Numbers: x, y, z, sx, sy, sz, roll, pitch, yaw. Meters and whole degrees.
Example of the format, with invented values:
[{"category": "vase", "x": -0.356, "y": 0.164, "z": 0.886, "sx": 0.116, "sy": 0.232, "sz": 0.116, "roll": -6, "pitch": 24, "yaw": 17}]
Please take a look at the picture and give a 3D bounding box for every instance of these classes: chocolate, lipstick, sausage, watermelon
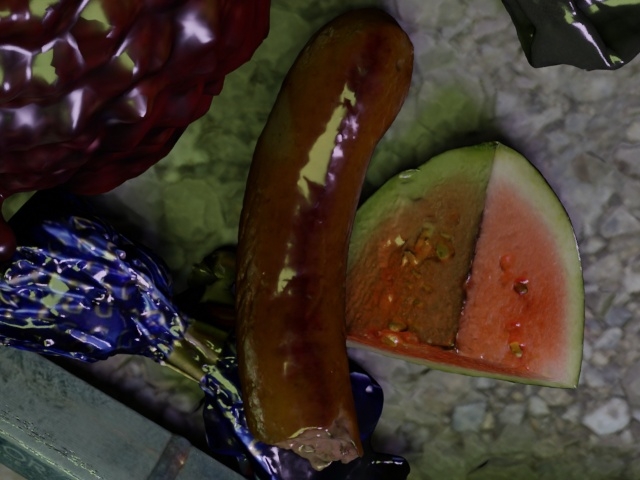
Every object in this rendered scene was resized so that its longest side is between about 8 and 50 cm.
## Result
[{"category": "chocolate", "x": -0.075, "y": 0.078, "z": 1.300, "sx": 0.343, "sy": 0.126, "sz": 0.148, "roll": 31, "pitch": 73, "yaw": -13}, {"category": "lipstick", "x": -0.142, "y": 0.164, "z": 1.346, "sx": 0.289, "sy": 0.076, "sz": 0.077, "roll": 31, "pitch": 155, "yaw": -6}, {"category": "sausage", "x": -0.004, "y": -0.002, "z": 1.226, "sx": 0.103, "sy": 0.076, "sz": 0.302, "roll": 6, "pitch": 89, "yaw": 23}, {"category": "watermelon", "x": 0.078, "y": 0.030, "z": 1.275, "sx": 0.145, "sy": 0.137, "sz": 0.193, "roll": 2, "pitch": 121, "yaw": 43}]

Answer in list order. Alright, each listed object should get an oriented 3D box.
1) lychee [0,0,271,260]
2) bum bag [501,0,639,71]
[{"category": "lychee", "x": -0.216, "y": -0.191, "z": 1.029, "sx": 0.424, "sy": 0.424, "sz": 0.500, "roll": 5, "pitch": 89, "yaw": 3}, {"category": "bum bag", "x": 0.195, "y": -0.249, "z": 1.140, "sx": 0.142, "sy": 0.080, "sz": 0.326, "roll": 22, "pitch": 112, "yaw": -13}]
